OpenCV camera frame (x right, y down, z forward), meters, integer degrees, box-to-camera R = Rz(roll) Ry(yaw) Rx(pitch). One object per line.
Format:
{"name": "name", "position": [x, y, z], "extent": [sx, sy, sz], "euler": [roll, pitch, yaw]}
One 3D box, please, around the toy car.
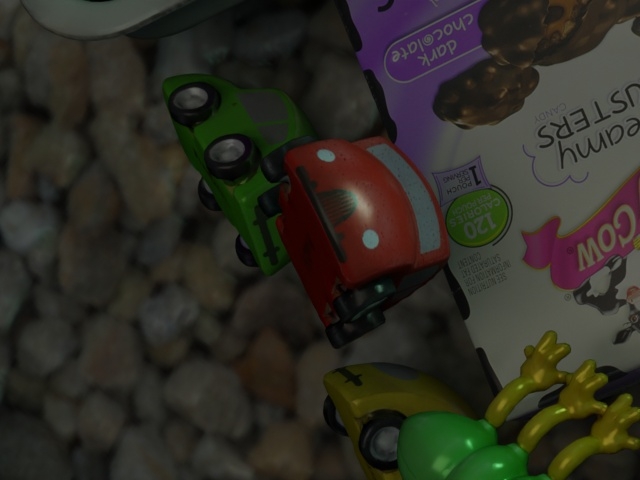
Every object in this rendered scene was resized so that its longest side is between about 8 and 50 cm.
{"name": "toy car", "position": [0.000, 0.000, 0.704], "extent": [0.053, 0.239, 0.225], "euler": [-26, 46, -10]}

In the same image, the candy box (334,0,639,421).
{"name": "candy box", "position": [0.116, -0.050, 0.685], "extent": [0.165, 0.070, 0.196], "euler": [-26, 77, 19]}

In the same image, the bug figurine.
{"name": "bug figurine", "position": [0.081, 0.170, 0.579], "extent": [0.216, 0.072, 0.279], "euler": [42, 128, 37]}

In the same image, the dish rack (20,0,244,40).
{"name": "dish rack", "position": [0.010, -0.242, 0.723], "extent": [0.333, 0.072, 0.285], "euler": [-24, 64, 20]}
